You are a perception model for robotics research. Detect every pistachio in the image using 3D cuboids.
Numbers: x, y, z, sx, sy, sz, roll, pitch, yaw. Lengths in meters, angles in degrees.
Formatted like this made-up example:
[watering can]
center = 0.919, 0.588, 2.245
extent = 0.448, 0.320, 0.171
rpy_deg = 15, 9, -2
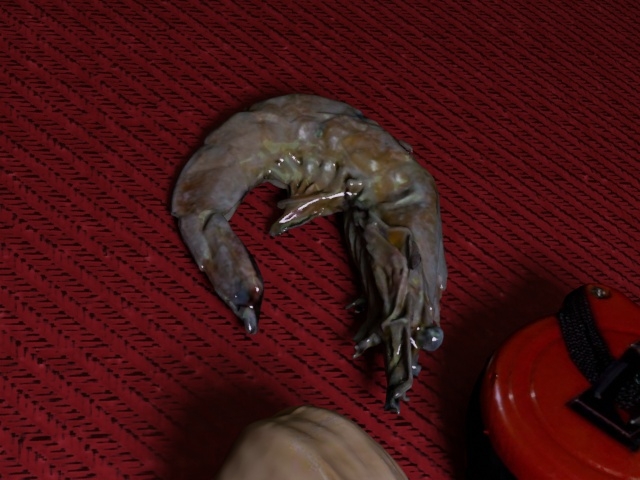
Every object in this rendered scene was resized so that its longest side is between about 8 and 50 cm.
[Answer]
[pistachio]
center = 0.015, 0.220, 0.677
extent = 0.157, 0.157, 0.229
rpy_deg = -29, 80, -37

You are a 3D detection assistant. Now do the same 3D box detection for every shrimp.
[shrimp]
center = 0.000, 0.000, 0.901
extent = 0.247, 0.085, 0.360
rpy_deg = -7, 53, -16

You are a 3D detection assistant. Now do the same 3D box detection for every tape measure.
[tape measure]
center = 0.244, 0.160, 0.805
extent = 0.253, 0.114, 0.260
rpy_deg = 33, 45, 29
